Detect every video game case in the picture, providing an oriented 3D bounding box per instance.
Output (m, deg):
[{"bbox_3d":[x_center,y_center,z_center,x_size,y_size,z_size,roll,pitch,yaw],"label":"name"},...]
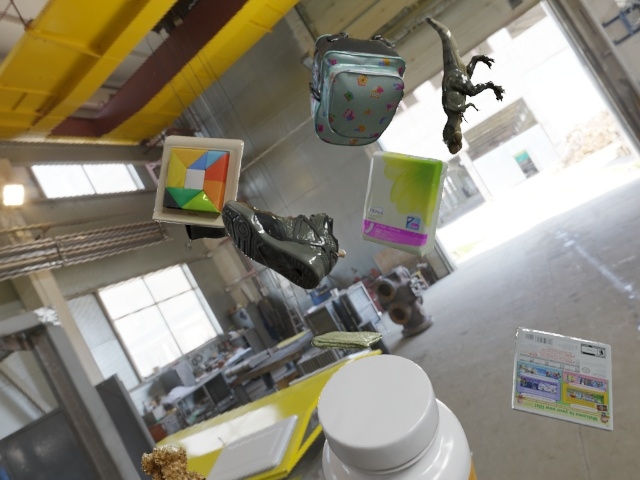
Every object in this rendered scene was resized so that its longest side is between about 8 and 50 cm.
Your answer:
[{"bbox_3d":[0.559,0.316,1.036,0.213,0.193,0.023,11,-23,8],"label":"video game case"}]

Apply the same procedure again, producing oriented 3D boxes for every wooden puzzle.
[{"bbox_3d":[-0.320,-0.158,1.155,0.221,0.238,0.044,6,-8,12],"label":"wooden puzzle"}]

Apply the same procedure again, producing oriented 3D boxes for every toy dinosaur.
[{"bbox_3d":[0.276,-0.303,0.847,0.118,0.267,0.064,-7,-2,1],"label":"toy dinosaur"}]

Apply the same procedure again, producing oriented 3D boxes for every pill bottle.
[{"bbox_3d":[0.082,0.235,0.434,0.137,0.245,0.136,-16,26,8],"label":"pill bottle"}]

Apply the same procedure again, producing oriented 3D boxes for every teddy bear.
[{"bbox_3d":[-0.369,0.702,1.205,0.245,0.337,0.113,-21,6,30],"label":"teddy bear"}]

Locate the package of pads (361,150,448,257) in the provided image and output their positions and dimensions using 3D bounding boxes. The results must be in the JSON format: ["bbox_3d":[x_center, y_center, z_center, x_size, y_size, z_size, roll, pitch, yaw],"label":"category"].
[{"bbox_3d":[0.251,-0.120,1.387,0.229,0.296,0.101,18,19,34],"label":"package of pads"}]

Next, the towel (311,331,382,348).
[{"bbox_3d":[0.064,0.235,1.065,0.148,0.027,0.110,-5,-3,24],"label":"towel"}]

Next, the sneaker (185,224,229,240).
[{"bbox_3d":[-0.328,-0.108,1.270,0.118,0.221,0.083,-12,13,-32],"label":"sneaker"}]

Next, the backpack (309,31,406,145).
[{"bbox_3d":[0.063,-0.264,0.832,0.166,0.144,0.188,-2,-38,-14],"label":"backpack"}]

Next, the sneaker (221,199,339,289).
[{"bbox_3d":[-0.062,-0.013,0.790,0.130,0.228,0.087,-38,-31,-45],"label":"sneaker"}]

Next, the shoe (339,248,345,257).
[{"bbox_3d":[0.000,0.000,1.545,0.058,0.219,0.076,-64,21,1],"label":"shoe"}]
